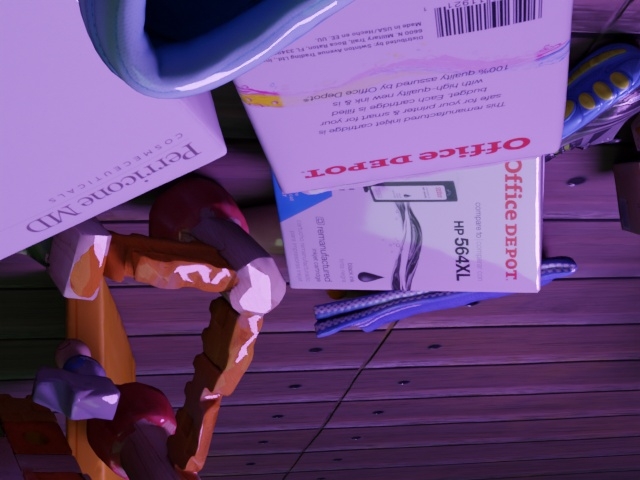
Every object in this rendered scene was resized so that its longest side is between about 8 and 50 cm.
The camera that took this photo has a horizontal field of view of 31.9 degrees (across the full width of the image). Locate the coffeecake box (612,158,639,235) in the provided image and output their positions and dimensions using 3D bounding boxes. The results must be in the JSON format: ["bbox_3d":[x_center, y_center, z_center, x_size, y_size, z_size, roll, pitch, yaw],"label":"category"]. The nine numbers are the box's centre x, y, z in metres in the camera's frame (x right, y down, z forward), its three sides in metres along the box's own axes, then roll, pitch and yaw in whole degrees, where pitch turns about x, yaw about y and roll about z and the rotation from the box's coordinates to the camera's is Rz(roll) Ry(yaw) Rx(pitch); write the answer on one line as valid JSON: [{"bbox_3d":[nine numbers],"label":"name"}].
[{"bbox_3d":[0.366,-0.050,0.984,0.186,0.068,0.142,-9,-178,6],"label":"coffeecake box"}]

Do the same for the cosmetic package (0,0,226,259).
[{"bbox_3d":[-0.228,-0.138,0.563,0.217,0.156,0.385,-25,152,12],"label":"cosmetic package"}]

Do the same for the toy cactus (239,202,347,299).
[{"bbox_3d":[0.000,0.000,1.061,0.181,0.112,0.219,1,166,8],"label":"toy cactus"}]

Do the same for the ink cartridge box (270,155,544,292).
[{"bbox_3d":[0.073,-0.040,0.877,0.203,0.086,0.148,0,128,11],"label":"ink cartridge box"}]

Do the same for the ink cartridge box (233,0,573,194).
[{"bbox_3d":[0.044,-0.148,0.686,0.202,0.117,0.278,-8,156,6],"label":"ink cartridge box"}]

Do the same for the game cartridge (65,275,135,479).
[{"bbox_3d":[-0.245,0.219,1.256,0.053,0.285,0.323,-4,156,-3],"label":"game cartridge"}]

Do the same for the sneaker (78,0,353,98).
[{"bbox_3d":[0.042,-0.186,0.432,0.135,0.150,0.366,31,115,-29],"label":"sneaker"}]

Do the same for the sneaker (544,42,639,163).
[{"bbox_3d":[0.202,-0.091,0.918,0.078,0.067,0.188,21,143,-35],"label":"sneaker"}]

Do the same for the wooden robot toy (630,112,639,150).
[{"bbox_3d":[0.309,-0.105,0.895,0.076,0.079,0.173,6,153,-26],"label":"wooden robot toy"}]

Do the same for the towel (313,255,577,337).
[{"bbox_3d":[0.131,0.058,1.137,0.243,0.040,0.336,-13,176,8],"label":"towel"}]

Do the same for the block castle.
[{"bbox_3d":[-0.284,0.076,0.912,0.453,0.303,0.213,9,-162,-32],"label":"block castle"}]
